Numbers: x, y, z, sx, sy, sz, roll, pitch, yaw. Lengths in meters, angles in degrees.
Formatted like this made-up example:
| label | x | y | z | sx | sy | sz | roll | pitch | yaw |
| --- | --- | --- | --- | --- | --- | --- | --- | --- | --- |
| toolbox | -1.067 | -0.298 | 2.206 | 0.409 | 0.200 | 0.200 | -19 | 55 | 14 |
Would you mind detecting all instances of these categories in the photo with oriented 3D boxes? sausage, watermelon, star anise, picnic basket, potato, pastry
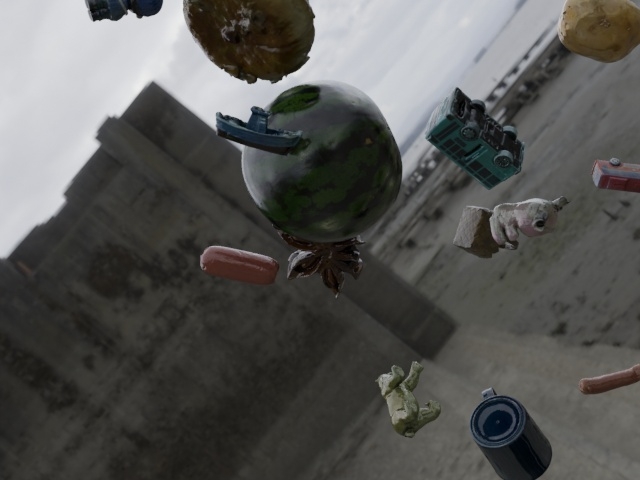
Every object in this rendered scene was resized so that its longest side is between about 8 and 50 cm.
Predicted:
| label | x | y | z | sx | sy | sz | roll | pitch | yaw |
| --- | --- | --- | --- | --- | --- | --- | --- | --- | --- |
| sausage | 0.639 | 0.304 | 1.954 | 0.158 | 0.042 | 0.036 | -15 | 22 | -8 |
| watermelon | 0.005 | -0.135 | 1.560 | 0.285 | 0.285 | 0.285 | -51 | -1 | -1 |
| sausage | -0.158 | 0.050 | 1.751 | 0.062 | 0.154 | 0.062 | -168 | 90 | -87 |
| star anise | -0.001 | 0.005 | 1.849 | 0.099 | 0.214 | 0.220 | -49 | -8 | -46 |
| picnic basket | 0.475 | -0.015 | 2.513 | 0.128 | 0.178 | 0.138 | 10 | 80 | 65 |
| potato | 0.504 | -0.382 | 1.608 | 0.109 | 0.178 | 0.118 | -120 | 42 | -55 |
| pastry | -0.127 | -0.380 | 1.534 | 0.121 | 0.257 | 0.236 | -59 | 0 | -29 |

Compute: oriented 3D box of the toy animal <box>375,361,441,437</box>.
| label | x | y | z | sx | sy | sz | roll | pitch | yaw |
| --- | --- | --- | --- | --- | --- | --- | --- | --- | --- |
| toy animal | 0.171 | 0.330 | 1.890 | 0.101 | 0.103 | 0.218 | -57 | 30 | 24 |

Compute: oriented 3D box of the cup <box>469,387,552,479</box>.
| label | x | y | z | sx | sy | sz | roll | pitch | yaw |
| --- | --- | --- | --- | --- | --- | --- | --- | --- | --- |
| cup | 0.332 | 0.353 | 1.636 | 0.113 | 0.138 | 0.150 | -47 | 41 | -11 |

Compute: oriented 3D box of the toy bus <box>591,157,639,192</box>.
| label | x | y | z | sx | sy | sz | roll | pitch | yaw |
| --- | --- | --- | --- | --- | --- | --- | --- | --- | --- |
| toy bus | 0.822 | -0.167 | 2.375 | 0.077 | 0.192 | 0.065 | -80 | -5 | -47 |

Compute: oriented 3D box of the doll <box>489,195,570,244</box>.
| label | x | y | z | sx | sy | sz | roll | pitch | yaw |
| --- | --- | --- | --- | --- | --- | --- | --- | --- | --- |
| doll | 0.521 | -0.057 | 2.273 | 0.192 | 0.095 | 0.149 | -9 | 17 | 40 |

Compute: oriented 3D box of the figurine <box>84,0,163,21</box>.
| label | x | y | z | sx | sy | sz | roll | pitch | yaw |
| --- | --- | --- | --- | --- | --- | --- | --- | --- | --- |
| figurine | -0.350 | -0.432 | 1.610 | 0.136 | 0.079 | 0.077 | -25 | -57 | -25 |

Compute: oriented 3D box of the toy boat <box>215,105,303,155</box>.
| label | x | y | z | sx | sy | sz | roll | pitch | yaw |
| --- | --- | --- | --- | --- | --- | --- | --- | --- | --- |
| toy boat | -0.097 | -0.175 | 1.391 | 0.060 | 0.137 | 0.061 | -68 | -4 | -75 |

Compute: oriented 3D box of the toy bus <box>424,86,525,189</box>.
| label | x | y | z | sx | sy | sz | roll | pitch | yaw |
| --- | --- | --- | --- | --- | --- | --- | --- | --- | --- |
| toy bus | 0.395 | -0.261 | 2.322 | 0.147 | 0.256 | 0.128 | -37 | 24 | 43 |
